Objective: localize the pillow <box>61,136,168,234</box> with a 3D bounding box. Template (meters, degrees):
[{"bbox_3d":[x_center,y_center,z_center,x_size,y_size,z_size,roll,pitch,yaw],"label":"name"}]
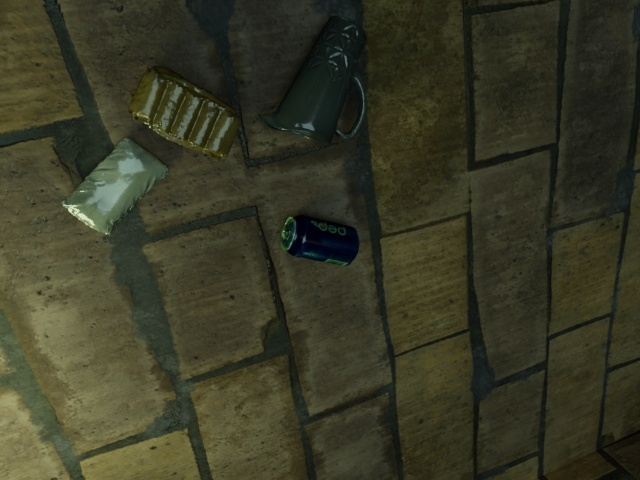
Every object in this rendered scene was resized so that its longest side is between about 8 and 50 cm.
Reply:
[{"bbox_3d":[-0.481,-0.126,1.143,0.229,0.051,0.128,-46,120,-2],"label":"pillow"}]

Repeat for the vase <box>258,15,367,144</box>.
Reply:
[{"bbox_3d":[0.016,-0.379,1.190,0.251,0.156,0.300,23,94,-23],"label":"vase"}]

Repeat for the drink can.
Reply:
[{"bbox_3d":[0.000,0.000,1.333,0.205,0.118,0.118,13,104,-25],"label":"drink can"}]

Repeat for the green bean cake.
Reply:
[{"bbox_3d":[-0.295,-0.281,1.060,0.230,0.224,0.131,25,99,-23],"label":"green bean cake"}]
